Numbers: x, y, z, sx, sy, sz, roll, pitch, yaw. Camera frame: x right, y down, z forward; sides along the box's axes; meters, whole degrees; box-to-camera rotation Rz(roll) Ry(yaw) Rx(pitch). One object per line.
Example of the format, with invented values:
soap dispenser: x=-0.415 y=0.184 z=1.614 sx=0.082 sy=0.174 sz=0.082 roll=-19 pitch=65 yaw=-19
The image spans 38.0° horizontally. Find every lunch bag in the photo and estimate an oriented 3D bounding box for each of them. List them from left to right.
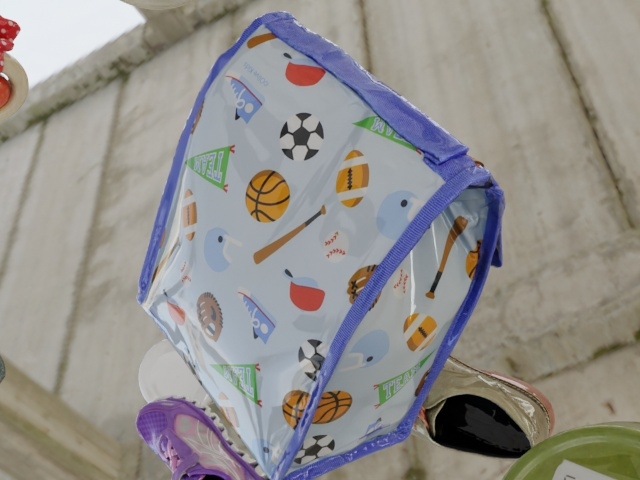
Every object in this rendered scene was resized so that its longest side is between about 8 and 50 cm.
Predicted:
lunch bag: x=0.000 y=0.000 z=0.977 sx=0.239 sy=0.385 sz=0.328 roll=-15 pitch=-135 yaw=-39

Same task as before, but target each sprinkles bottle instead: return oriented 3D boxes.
sprinkles bottle: x=-0.198 y=0.220 z=1.571 sx=0.121 sy=0.121 sz=0.355 roll=-38 pitch=172 yaw=2

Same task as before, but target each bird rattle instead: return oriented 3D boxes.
bird rattle: x=-0.631 y=-0.300 z=1.703 sx=0.253 sy=0.207 sz=0.143 roll=-46 pitch=-123 yaw=3

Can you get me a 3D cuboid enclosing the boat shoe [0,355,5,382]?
boat shoe: x=-0.328 y=0.003 z=0.594 sx=0.099 sy=0.319 sz=0.116 roll=-27 pitch=-155 yaw=8

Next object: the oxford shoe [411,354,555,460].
oxford shoe: x=0.127 y=0.195 z=1.204 sx=0.348 sy=0.130 sz=0.123 roll=13 pitch=-83 yaw=18

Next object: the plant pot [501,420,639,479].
plant pot: x=0.215 y=0.233 z=0.614 sx=0.275 sy=0.293 sz=0.274 roll=-14 pitch=-123 yaw=23

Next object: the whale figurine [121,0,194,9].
whale figurine: x=-0.187 y=-0.369 z=0.923 sx=0.216 sy=0.272 sz=0.141 roll=-27 pitch=-149 yaw=7

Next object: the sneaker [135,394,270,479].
sneaker: x=-0.159 y=0.286 z=1.187 sx=0.236 sy=0.104 sz=0.095 roll=34 pitch=-68 yaw=25
